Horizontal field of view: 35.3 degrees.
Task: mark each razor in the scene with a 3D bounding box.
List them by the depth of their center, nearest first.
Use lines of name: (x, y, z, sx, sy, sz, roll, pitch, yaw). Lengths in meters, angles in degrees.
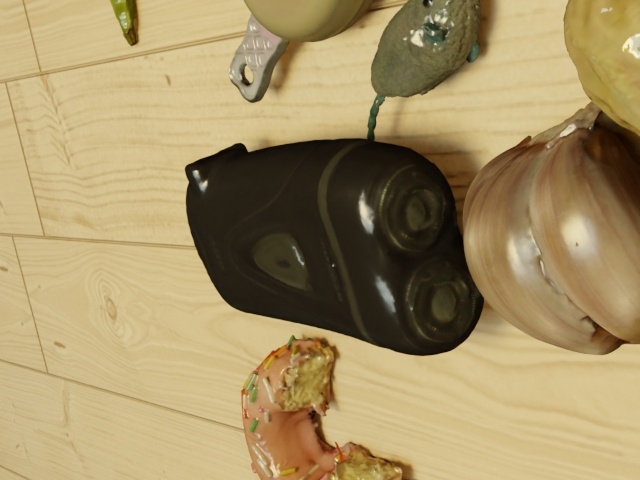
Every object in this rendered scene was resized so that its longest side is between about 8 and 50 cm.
razor: (0.002, -0.001, 0.990, 0.349, 0.113, 0.204, 8, 122, 52)

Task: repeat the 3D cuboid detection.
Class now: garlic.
garlic: (0.183, 0.000, 0.758, 0.214, 0.160, 0.191, -20, 86, 48)

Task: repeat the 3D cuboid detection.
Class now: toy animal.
toy animal: (0.077, -0.132, 0.897, 0.079, 0.070, 0.253, 62, 147, 36)

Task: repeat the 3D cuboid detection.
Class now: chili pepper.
chili pepper: (-0.251, -0.337, 1.201, 0.049, 0.043, 0.208, -8, 101, 37)

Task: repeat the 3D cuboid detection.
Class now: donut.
donut: (-0.015, 0.237, 1.150, 0.233, 0.085, 0.199, 57, 140, 17)

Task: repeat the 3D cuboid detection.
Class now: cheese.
cheese: (-0.032, -0.242, 0.959, 0.163, 0.082, 0.286, 56, 140, 16)

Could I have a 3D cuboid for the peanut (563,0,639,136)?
peanut: (0.272, -0.052, 0.623, 0.153, 0.140, 0.325, -40, 89, 23)
